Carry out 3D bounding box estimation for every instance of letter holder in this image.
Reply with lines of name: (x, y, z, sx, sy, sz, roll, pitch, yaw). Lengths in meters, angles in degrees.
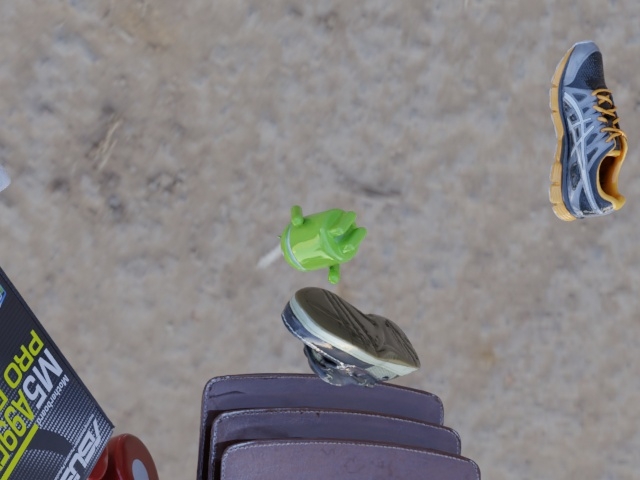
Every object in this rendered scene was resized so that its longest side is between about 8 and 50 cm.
letter holder: (0.019, 0.257, 1.754, 0.302, 0.152, 0.214, 6, 80, -15)

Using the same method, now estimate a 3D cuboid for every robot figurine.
robot figurine: (0.000, 0.000, 1.835, 0.115, 0.067, 0.101, -15, 118, 43)

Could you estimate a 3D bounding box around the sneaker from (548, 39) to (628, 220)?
sneaker: (0.323, -0.129, 1.804, 0.083, 0.084, 0.215, 5, 99, 42)

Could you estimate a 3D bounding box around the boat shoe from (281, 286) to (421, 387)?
boat shoe: (0.021, 0.105, 1.465, 0.073, 0.223, 0.080, -41, 62, 14)

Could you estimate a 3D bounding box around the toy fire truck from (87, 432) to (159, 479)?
toy fire truck: (-0.291, 0.326, 1.657, 0.169, 0.254, 0.302, -19, 148, 14)

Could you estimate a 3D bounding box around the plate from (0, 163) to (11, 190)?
plate: (-0.470, -0.088, 1.424, 0.277, 0.278, 0.045, 30, 122, 11)

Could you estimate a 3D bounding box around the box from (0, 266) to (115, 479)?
box: (-0.296, 0.176, 1.263, 0.060, 0.270, 0.216, -13, 121, 31)
